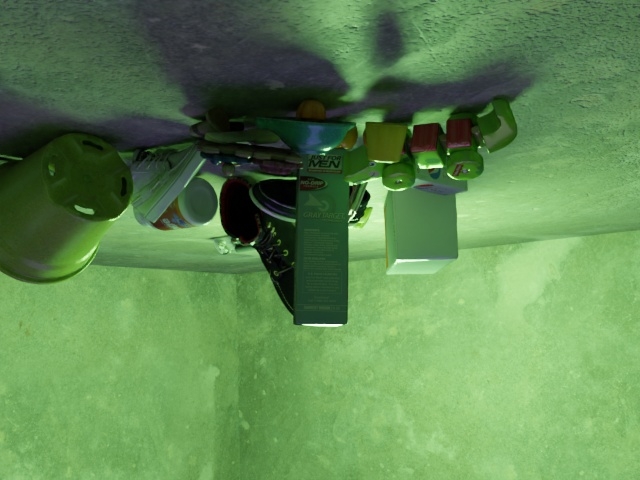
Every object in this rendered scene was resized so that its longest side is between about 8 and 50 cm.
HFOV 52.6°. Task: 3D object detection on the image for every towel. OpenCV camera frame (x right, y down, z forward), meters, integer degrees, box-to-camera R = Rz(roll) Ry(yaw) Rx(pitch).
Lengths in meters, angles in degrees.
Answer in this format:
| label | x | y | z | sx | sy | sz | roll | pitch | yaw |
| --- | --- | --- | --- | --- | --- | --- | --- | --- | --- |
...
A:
| label | x | y | z | sx | sy | sz | roll | pitch | yaw |
| --- | --- | --- | --- | --- | --- | --- | --- | --- | --- |
| towel | 0.084 | -0.117 | 1.498 | 0.029 | 0.144 | 0.197 | 20 | 171 | -2 |

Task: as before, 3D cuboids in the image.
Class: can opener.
| label | x | y | z | sx | sy | sz | roll | pitch | yaw |
| --- | --- | --- | --- | --- | --- | --- | --- | --- | --- |
| can opener | -0.314 | 0.003 | 2.581 | 0.280 | 0.074 | 0.093 | -6 | -154 | 38 |

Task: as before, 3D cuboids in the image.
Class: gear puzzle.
| label | x | y | z | sx | sy | sz | roll | pitch | yaw |
| --- | --- | --- | --- | --- | --- | --- | --- | --- | --- |
| gear puzzle | -0.131 | -0.148 | 1.161 | 0.176 | 0.044 | 0.339 | 6 | -170 | -8 |

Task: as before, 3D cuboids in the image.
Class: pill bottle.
| label | x | y | z | sx | sy | sz | roll | pitch | yaw |
| --- | --- | --- | --- | --- | --- | --- | --- | --- | --- |
| pill bottle | -0.371 | -0.087 | 1.632 | 0.216 | 0.121 | 0.121 | -6 | 172 | 39 |

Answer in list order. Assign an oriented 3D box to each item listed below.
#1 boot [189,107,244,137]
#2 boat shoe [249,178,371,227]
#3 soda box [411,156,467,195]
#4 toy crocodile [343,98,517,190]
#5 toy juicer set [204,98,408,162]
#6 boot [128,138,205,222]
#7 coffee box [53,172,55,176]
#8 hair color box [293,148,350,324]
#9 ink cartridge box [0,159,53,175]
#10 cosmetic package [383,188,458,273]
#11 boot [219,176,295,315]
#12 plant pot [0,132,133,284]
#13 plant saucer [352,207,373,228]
| label | x | y | z | sx | sy | sz | roll | pitch | yaw |
| --- | --- | --- | --- | --- | --- | --- | --- | --- | --- |
| boot | -0.195 | -0.202 | 1.146 | 0.087 | 0.042 | 0.118 | -4 | 172 | 26 |
| boat shoe | -0.012 | -0.113 | 1.620 | 0.340 | 0.127 | 0.113 | 13 | 136 | -33 |
| soda box | 0.253 | -0.155 | 1.490 | 0.069 | 0.073 | 0.216 | -9 | 170 | 43 |
| toy crocodile | 0.194 | -0.174 | 1.205 | 0.341 | 0.115 | 0.105 | -8 | 151 | 26 |
| toy juicer set | -0.010 | -0.201 | 1.127 | 0.329 | 0.089 | 0.209 | 6 | -166 | 9 |
| boot | -0.329 | -0.146 | 1.327 | 0.123 | 0.095 | 0.258 | 40 | 125 | -12 |
| coffee box | -0.520 | -0.137 | 1.525 | 0.184 | 0.040 | 0.113 | -4 | 172 | 11 |
| hair color box | 0.000 | 0.000 | 1.438 | 0.114 | 0.374 | 0.185 | 1 | 172 | -4 |
| ink cartridge box | -0.761 | -0.106 | 1.384 | 0.211 | 0.121 | 0.289 | -6 | 171 | 34 |
| cosmetic package | 0.271 | -0.033 | 1.831 | 0.162 | 0.230 | 0.453 | -2 | 172 | 2 |
| boot | -0.126 | 0.019 | 1.683 | 0.138 | 0.377 | 0.284 | -22 | 161 | 14 |
| plant pot | -0.507 | -0.079 | 1.277 | 0.276 | 0.276 | 0.254 | 5 | 158 | -45 |
| plant saucer | 0.078 | -0.069 | 2.182 | 0.188 | 0.045 | 0.188 | -3 | 172 | 0 |
